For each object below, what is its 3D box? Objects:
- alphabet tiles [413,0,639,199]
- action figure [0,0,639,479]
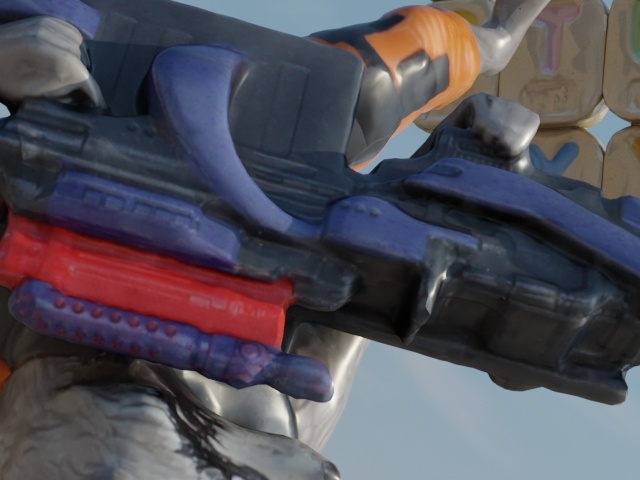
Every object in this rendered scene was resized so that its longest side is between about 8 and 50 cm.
[{"bbox_3d":[0.170,-0.124,0.803,0.284,0.278,0.021,0,-13,33],"label":"alphabet tiles"},{"bbox_3d":[0.000,0.000,0.554,0.341,0.330,0.178,21,-49,2],"label":"action figure"}]
